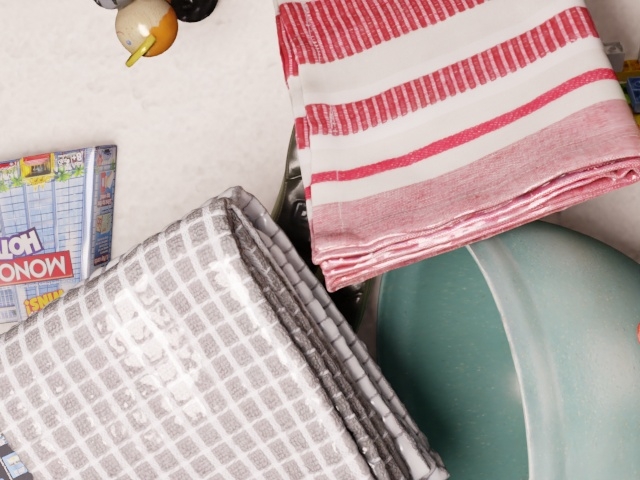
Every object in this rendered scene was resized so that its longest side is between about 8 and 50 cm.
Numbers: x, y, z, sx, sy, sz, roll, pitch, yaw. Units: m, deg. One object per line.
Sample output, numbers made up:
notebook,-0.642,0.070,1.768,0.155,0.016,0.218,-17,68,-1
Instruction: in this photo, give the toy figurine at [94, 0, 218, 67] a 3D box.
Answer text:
toy figurine,-0.084,-0.245,0.932,0.209,0.213,0.148,-28,107,16

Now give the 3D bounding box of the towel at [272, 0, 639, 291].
towel,0.087,-0.130,0.887,0.237,0.037,0.329,-20,48,12

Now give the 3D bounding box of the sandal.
sandal,0.002,-0.001,1.006,0.120,0.086,0.303,24,96,6

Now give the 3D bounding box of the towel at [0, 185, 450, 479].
towel,-0.079,0.136,0.844,0.235,0.121,0.284,-32,95,15

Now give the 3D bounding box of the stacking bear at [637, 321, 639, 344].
stacking bear,0.289,-0.055,0.777,0.175,0.164,0.289,13,86,-2

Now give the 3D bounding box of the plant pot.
plant pot,0.182,0.115,0.906,0.196,0.293,0.293,-6,96,-16

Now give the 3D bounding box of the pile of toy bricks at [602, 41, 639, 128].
pile of toy bricks,0.324,-0.094,0.935,0.212,0.118,0.105,-4,135,1

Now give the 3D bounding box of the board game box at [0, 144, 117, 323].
board game box,-0.268,0.023,1.072,0.194,0.060,0.194,-8,94,12

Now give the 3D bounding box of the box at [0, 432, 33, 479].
box,-0.113,0.232,0.981,0.318,0.097,0.395,-27,97,18
